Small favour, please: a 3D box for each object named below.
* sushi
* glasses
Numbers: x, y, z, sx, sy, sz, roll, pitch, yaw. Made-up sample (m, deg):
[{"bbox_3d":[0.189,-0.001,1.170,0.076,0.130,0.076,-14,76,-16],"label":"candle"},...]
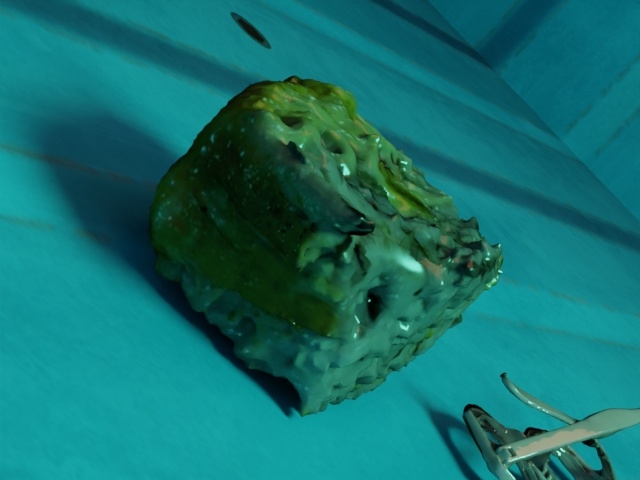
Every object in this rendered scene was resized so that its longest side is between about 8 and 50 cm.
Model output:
[{"bbox_3d":[0.000,0.000,0.957,0.184,0.139,0.274,43,18,10],"label":"sushi"},{"bbox_3d":[0.199,0.170,1.103,0.255,0.095,0.162,18,37,-54],"label":"glasses"}]
